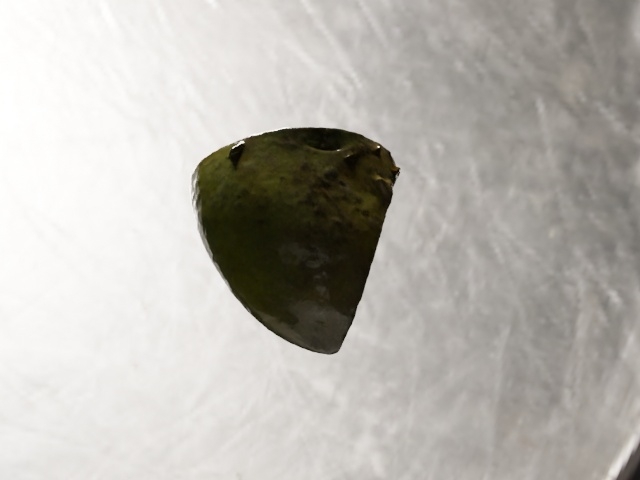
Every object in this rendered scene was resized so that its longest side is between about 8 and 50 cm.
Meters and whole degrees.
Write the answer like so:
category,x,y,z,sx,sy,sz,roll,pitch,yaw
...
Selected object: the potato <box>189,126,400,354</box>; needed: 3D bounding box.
category,x,y,z,sx,sy,sz,roll,pitch,yaw
potato,0.000,0.000,1.671,0.269,0.112,0.255,-2,56,-17
